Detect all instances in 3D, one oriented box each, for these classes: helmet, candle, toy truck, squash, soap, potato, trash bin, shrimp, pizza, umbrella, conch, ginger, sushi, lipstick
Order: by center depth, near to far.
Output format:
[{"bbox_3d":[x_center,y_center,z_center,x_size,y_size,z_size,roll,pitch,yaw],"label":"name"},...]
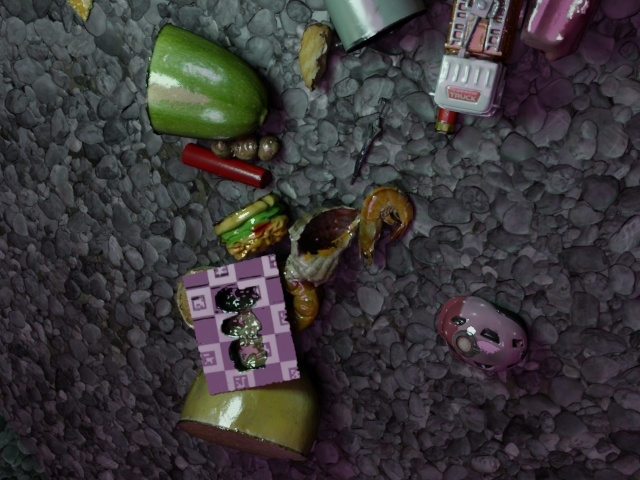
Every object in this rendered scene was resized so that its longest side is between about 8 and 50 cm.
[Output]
[{"bbox_3d":[0.550,-0.557,1.355,0.127,0.220,0.325,26,118,21],"label":"soap"},{"bbox_3d":[0.367,-0.482,1.438,0.173,0.207,0.388,14,107,15],"label":"toy truck"},{"bbox_3d":[0.103,-0.619,1.507,0.277,0.217,0.263,-18,103,46],"label":"trash bin"},{"bbox_3d":[0.331,-0.340,1.617,0.051,0.052,0.131,15,114,16],"label":"candle"},{"bbox_3d":[-0.286,-0.420,1.729,0.308,0.310,0.311,8,113,3],"label":"squash"},{"bbox_3d":[0.132,-0.265,1.735,0.044,0.044,0.269,41,125,35],"label":"umbrella"},{"bbox_3d":[0.450,0.276,1.755,0.253,0.154,0.199,12,115,13],"label":"helmet"},{"bbox_3d":[0.173,-0.040,1.784,0.150,0.068,0.249,17,118,-7],"label":"shrimp"},{"bbox_3d":[-0.009,-0.002,1.830,0.291,0.159,0.210,-49,120,-6],"label":"conch"},{"bbox_3d":[-0.218,-0.273,1.840,0.203,0.104,0.080,3,96,3],"label":"ginger"},{"bbox_3d":[-0.286,-0.224,1.904,0.279,0.073,0.073,20,116,15],"label":"lipstick"},{"bbox_3d":[-0.226,0.250,1.905,0.296,0.100,0.374,-13,90,9],"label":"sushi"},{"bbox_3d":[-0.732,-0.725,1.917,0.122,0.026,0.109,2,113,19],"label":"pizza"},{"bbox_3d":[-0.207,0.517,2.050,0.441,0.320,0.385,15,155,7],"label":"potato"}]

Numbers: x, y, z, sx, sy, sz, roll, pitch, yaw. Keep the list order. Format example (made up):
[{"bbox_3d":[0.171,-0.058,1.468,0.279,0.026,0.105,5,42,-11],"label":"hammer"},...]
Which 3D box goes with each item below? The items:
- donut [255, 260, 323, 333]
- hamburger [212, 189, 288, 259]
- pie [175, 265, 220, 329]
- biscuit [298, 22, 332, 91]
[{"bbox_3d":[-0.098,0.173,1.956,0.226,0.114,0.227,8,112,20],"label":"donut"},{"bbox_3d":[-0.191,-0.039,1.857,0.237,0.237,0.149,-28,97,29],"label":"hamburger"},{"bbox_3d":[-0.368,0.211,2.115,0.274,0.055,0.275,8,112,20],"label":"pie"},{"bbox_3d":[-0.010,-0.499,1.672,0.118,0.061,0.183,58,148,37],"label":"biscuit"}]
